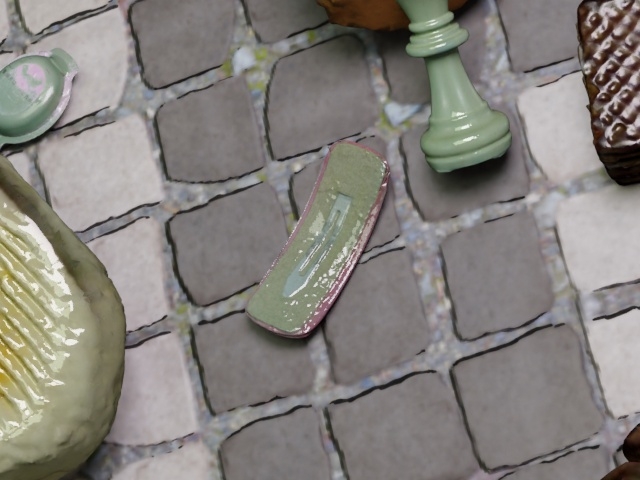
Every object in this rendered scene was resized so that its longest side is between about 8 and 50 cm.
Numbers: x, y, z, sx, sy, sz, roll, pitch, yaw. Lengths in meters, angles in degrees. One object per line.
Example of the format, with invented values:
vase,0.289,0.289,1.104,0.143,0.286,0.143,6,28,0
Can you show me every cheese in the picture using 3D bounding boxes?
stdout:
cheese,-0.221,-0.090,1.396,0.121,0.026,0.067,-44,62,1

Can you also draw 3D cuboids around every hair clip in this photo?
hair clip,0.000,0.001,1.282,0.054,0.022,0.137,22,80,27

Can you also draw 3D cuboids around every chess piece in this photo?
chess piece,0.073,-0.120,1.235,0.059,0.059,0.149,-15,108,15

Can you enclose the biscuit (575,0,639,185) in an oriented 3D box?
biscuit,0.348,-0.120,1.170,0.388,0.073,0.107,-10,69,17

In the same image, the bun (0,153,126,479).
bun,-0.228,0.060,1.273,0.244,0.153,0.243,-2,81,10

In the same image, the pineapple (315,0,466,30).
pineapple,0.015,-0.272,1.325,0.158,0.158,0.278,-31,51,7

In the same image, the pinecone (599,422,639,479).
pinecone,0.215,0.230,0.997,0.298,0.242,0.296,0,62,22
